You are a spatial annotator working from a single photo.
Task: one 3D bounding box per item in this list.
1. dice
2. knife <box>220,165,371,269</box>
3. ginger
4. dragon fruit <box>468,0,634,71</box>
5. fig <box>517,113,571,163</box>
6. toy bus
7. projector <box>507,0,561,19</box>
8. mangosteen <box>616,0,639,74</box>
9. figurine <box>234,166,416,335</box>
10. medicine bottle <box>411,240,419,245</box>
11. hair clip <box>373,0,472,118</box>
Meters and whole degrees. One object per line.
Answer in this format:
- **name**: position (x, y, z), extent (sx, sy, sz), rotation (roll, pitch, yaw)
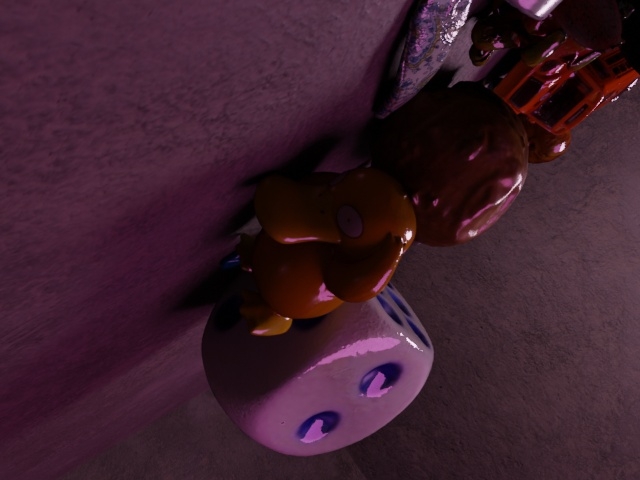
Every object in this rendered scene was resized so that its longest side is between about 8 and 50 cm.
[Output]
- **dice**: position (-0.002, 0.180, 0.969), extent (0.304, 0.277, 0.304), rotation (-41, 133, 10)
- **knife**: position (-0.030, -0.038, 0.867), extent (0.296, 0.026, 0.044), rotation (-32, 167, -12)
- **ginger**: position (0.169, -0.090, 0.788), extent (0.223, 0.200, 0.269), rotation (-32, 169, -34)
- **dragon fruit**: position (0.252, -0.254, 0.616), extent (0.174, 0.139, 0.142), rotation (-9, 146, 35)
- **fig**: position (0.557, -0.276, 1.424), extent (0.149, 0.148, 0.202), rotation (-18, -168, 15)
- **toy bus**: position (0.438, -0.286, 0.946), extent (0.329, 0.153, 0.143), rotation (-28, 166, -35)
- **projector**: position (0.222, -0.293, 0.312), extent (0.108, 0.108, 0.337), rotation (-24, 164, -51)
- **mangosteen**: position (0.553, -0.320, 0.711), extent (0.330, 0.330, 0.330), rotation (-35, 170, -7)
- **figurine**: position (0.001, 0.006, 0.696), extent (0.215, 0.215, 0.228), rotation (-29, 156, -36)
- **medicine bottle**: position (0.356, -0.120, 1.524), extent (0.324, 0.124, 0.179), rotation (-32, 174, -15)
- **hair clip**: position (0.101, -0.188, 0.583), extent (0.066, 0.036, 0.229), rotation (-26, 167, -19)
